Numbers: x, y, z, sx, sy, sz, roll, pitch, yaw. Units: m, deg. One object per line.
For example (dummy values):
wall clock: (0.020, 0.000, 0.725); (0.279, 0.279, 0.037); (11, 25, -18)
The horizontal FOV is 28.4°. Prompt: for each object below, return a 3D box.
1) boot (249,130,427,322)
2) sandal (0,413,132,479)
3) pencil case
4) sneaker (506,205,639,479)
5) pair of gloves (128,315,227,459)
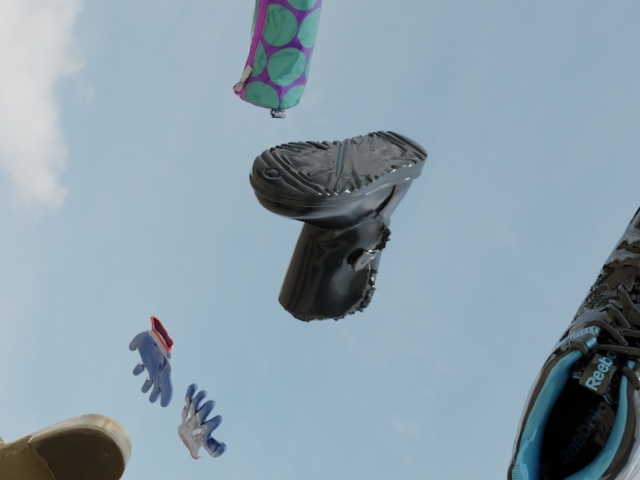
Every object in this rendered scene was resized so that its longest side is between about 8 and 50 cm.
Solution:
boot: (0.000, 0.000, 1.319); (0.094, 0.246, 0.207); (36, -59, 28)
sandal: (-0.254, 0.179, 0.993); (0.240, 0.079, 0.088); (-16, -73, 11)
pencil case: (-0.038, -0.193, 1.157); (0.064, 0.070, 0.151); (39, -52, 40)
sneaker: (0.255, 0.075, 0.974); (0.125, 0.140, 0.340); (28, -82, 23)
pair of gloves: (-0.179, 0.191, 1.562); (0.198, 0.023, 0.159); (55, -28, 17)
